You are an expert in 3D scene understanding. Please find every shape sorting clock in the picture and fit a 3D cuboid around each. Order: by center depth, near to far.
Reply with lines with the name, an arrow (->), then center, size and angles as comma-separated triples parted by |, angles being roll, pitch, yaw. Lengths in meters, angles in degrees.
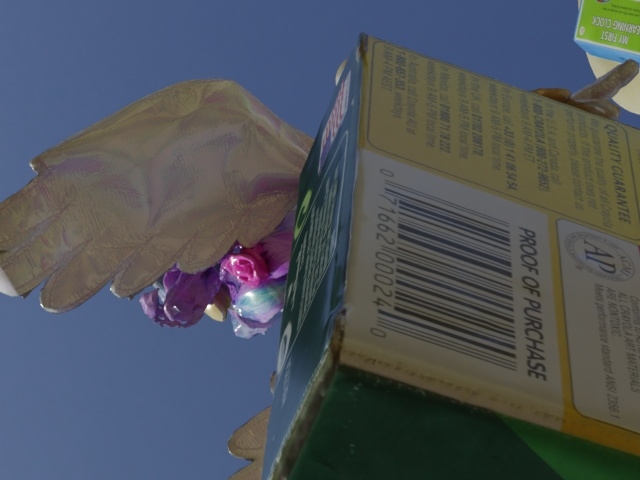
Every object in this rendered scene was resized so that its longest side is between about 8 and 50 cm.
shape sorting clock -> 0.244, -0.190, 1.263 | 0.040, 0.206, 0.206 | 6, -114, -26

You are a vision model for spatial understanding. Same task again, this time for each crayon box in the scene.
crayon box -> 0.145, 0.053, 0.638 | 0.318, 0.081, 0.202 | 18, -147, -8

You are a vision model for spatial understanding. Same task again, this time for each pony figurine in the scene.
pony figurine -> 0.000, 0.000, 1.085 | 0.351, 0.363, 0.303 | -38, -77, -10
